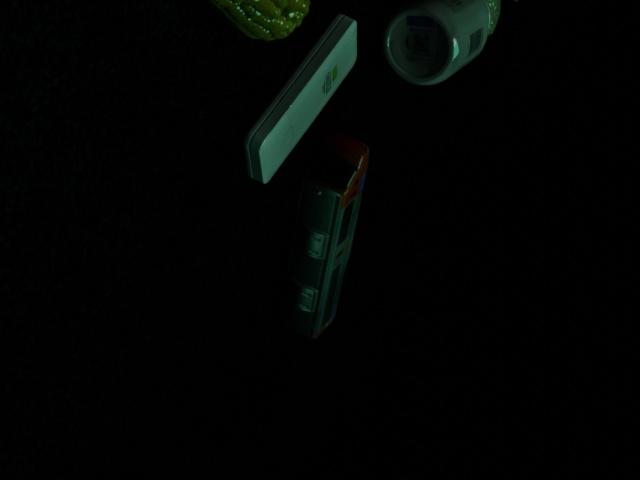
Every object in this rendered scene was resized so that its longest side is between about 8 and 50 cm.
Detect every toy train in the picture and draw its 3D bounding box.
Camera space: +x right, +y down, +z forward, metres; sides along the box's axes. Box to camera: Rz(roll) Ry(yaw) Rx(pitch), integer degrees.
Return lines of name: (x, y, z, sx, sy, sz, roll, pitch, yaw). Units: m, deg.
toy train: (0.000, 0.000, 1.832, 0.089, 0.086, 0.409, -47, 159, -38)

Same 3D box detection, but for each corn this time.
corn: (-0.076, -0.266, 1.129, 0.097, 0.097, 0.262, -63, 163, 4)

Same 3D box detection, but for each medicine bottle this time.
medicine bottle: (0.196, -0.337, 1.804, 0.215, 0.135, 0.135, -40, 153, -54)

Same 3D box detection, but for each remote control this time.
remote control: (-0.024, -0.193, 1.529, 0.250, 0.034, 0.103, -55, 163, -22)

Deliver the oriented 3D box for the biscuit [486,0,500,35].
biscuit: (0.295, -0.444, 2.071, 0.168, 0.070, 0.082, 82, 30, -62)
